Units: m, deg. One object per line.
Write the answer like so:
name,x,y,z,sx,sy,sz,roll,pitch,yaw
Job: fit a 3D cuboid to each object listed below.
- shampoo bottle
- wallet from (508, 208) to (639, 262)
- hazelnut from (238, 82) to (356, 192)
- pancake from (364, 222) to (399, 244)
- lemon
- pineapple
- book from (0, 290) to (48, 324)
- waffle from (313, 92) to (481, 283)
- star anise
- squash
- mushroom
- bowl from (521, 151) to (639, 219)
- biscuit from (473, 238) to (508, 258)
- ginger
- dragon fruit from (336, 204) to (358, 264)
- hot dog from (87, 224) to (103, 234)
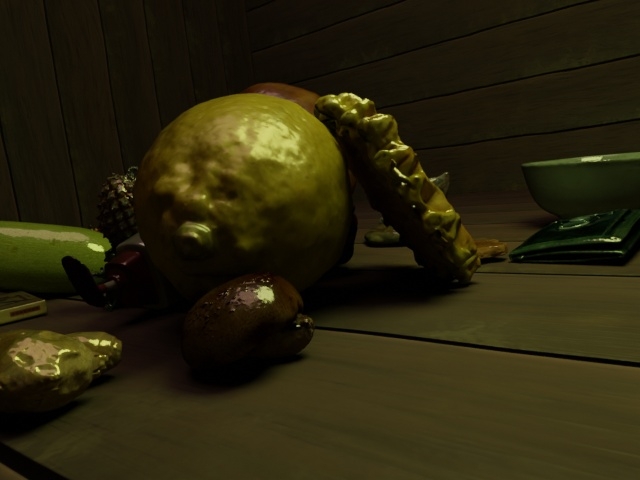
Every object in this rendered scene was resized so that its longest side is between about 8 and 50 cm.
shampoo bottle,-0.228,0.027,0.683,0.071,0.153,0.284,-2,14,20
wallet,0.421,-0.008,0.772,0.160,0.055,0.236,-9,4,43
hazelnut,-0.120,-0.154,1.074,0.409,0.359,0.359,-42,-2,15
pancake,0.206,-0.024,1.126,0.223,0.042,0.236,1,11,35
lemon,-0.087,-0.047,0.608,0.286,0.285,0.316,-8,39,-15
pineapple,-0.295,-0.005,0.734,0.083,0.221,0.103,9,14,-5
book,-0.554,0.119,0.717,0.231,0.026,0.161,-13,10,-42
waffle,0.102,-0.077,0.671,0.062,0.329,0.329,-36,8,0
star anise,0.268,-0.094,1.364,0.198,0.110,0.258,-41,9,-32
squash,-0.489,0.037,0.889,0.247,0.132,0.132,6,4,-13
mushroom,-0.070,0.079,0.439,0.127,0.087,0.127,-27,-6,-3
bowl,0.591,-0.108,1.038,0.290,0.146,0.289,-5,8,1
biscuit,0.235,0.016,0.829,0.134,0.027,0.184,-10,6,-25
ginger,-0.323,0.113,0.390,0.299,0.065,0.118,-5,-7,-1
dragon fruit,-0.021,-0.026,0.847,0.183,0.182,0.188,-7,23,-4
hot dog,-0.498,0.026,1.049,0.349,0.116,0.158,-10,7,-23
